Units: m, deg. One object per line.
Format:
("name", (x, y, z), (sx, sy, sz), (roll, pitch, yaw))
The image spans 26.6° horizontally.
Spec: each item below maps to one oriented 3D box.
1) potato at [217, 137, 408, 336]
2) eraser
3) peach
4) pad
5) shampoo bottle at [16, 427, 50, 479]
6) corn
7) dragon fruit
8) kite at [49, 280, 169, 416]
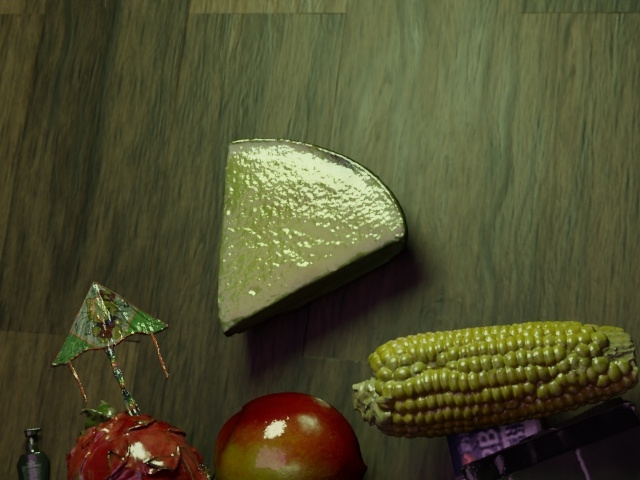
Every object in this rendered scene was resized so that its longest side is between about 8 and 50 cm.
("potato", (0.000, 0.000, 1.829), (0.255, 0.112, 0.269), (-1, 80, 15))
("eraser", (0.221, 0.240, 1.716), (0.124, 0.068, 0.210), (-14, 73, 11))
("peach", (-0.038, 0.282, 1.736), (0.197, 0.197, 0.197), (-4, 76, 18))
("pad", (0.309, 0.309, 1.645), (0.233, 0.022, 0.174), (-22, 78, -9))
("shampoo bottle", (-0.407, 0.338, 1.928), (0.048, 0.027, 0.137), (-10, 74, 3))
("corn", (0.206, 0.164, 1.638), (0.347, 0.130, 0.130), (-10, 74, 8))
("dragon fruit", (-0.248, 0.313, 1.803), (0.209, 0.172, 0.172), (27, 87, 24))
("kite", (-0.300, 0.171, 1.943), (0.198, 0.006, 0.244), (-23, 71, 12))
